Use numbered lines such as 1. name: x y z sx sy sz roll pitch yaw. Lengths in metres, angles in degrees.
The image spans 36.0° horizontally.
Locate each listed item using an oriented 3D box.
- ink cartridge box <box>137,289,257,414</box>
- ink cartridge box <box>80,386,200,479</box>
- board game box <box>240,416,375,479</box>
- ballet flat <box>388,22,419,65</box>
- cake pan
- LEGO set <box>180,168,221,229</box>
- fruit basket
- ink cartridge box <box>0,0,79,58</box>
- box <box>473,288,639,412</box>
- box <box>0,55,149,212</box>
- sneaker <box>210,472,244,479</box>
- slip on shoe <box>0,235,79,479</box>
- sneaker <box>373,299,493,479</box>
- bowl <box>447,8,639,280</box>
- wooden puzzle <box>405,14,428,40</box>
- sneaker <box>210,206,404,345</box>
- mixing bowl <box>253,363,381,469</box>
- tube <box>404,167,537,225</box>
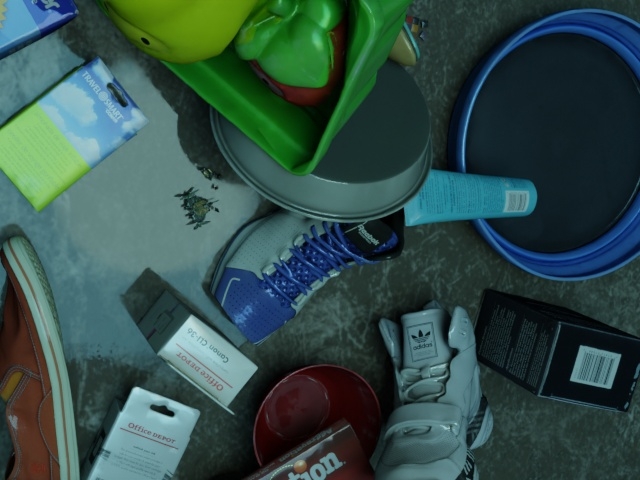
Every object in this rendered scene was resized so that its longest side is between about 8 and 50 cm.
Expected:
1. ink cartridge box: -0.153 0.137 1.234 0.115 0.198 0.067 41 85 -21
2. ink cartridge box: -0.244 0.281 1.299 0.104 0.060 0.180 26 90 -21
3. board game box: -0.055 0.365 1.297 0.281 0.027 0.145 -30 109 -10
4. ballet flat: 0.046 -0.308 1.266 0.073 0.080 0.232 -26 73 -3
5. cake pan: 0.011 -0.156 1.224 0.293 0.054 0.293 9 54 -13
6. LEGO set: -0.157 -0.054 1.299 0.054 0.023 0.083 38 72 -23
7. fruit basket: -0.117 -0.257 1.038 0.392 0.392 0.283 5 138 -20
8. ink cartridge box: -0.453 -0.305 1.082 0.395 0.151 0.270 -32 108 -14
9. box: 0.332 0.154 1.406 0.153 0.207 0.108 13 95 -20
10. box: -0.314 -0.132 1.214 0.178 0.042 0.109 -40 110 -9
11. sneaker: -0.166 0.451 1.343 0.270 0.090 0.145 -45 111 -4
12. slip on shoe: -0.363 0.158 1.211 0.101 0.123 0.331 -7 106 -15
13. sneaker: 0.133 0.208 1.301 0.137 0.366 0.210 -11 96 21
14. bowl: 0.366 -0.138 1.438 0.391 0.077 0.391 -3 100 -19
15. wooden puzzle: 0.110 -0.287 1.359 0.083 0.006 0.049 8 96 -21
16. sneaker: 0.001 -0.001 1.275 0.315 0.182 0.127 -46 109 -7
17. mixing bowl: -0.018 0.244 1.354 0.182 0.098 0.181 -4 101 -19
18. tube: 0.193 -0.058 1.298 0.207 0.052 0.080 0 75 -32
